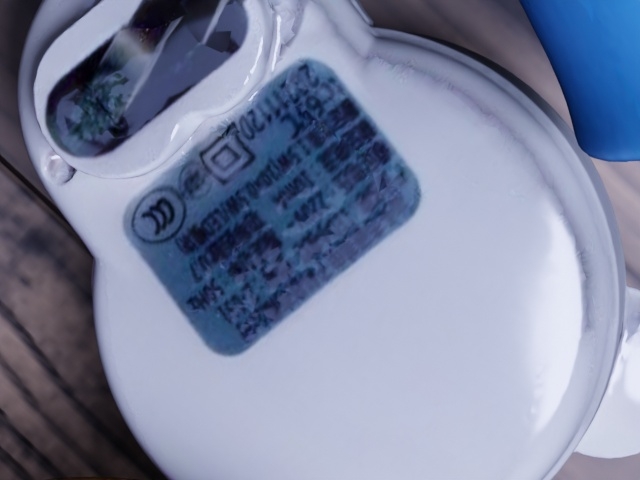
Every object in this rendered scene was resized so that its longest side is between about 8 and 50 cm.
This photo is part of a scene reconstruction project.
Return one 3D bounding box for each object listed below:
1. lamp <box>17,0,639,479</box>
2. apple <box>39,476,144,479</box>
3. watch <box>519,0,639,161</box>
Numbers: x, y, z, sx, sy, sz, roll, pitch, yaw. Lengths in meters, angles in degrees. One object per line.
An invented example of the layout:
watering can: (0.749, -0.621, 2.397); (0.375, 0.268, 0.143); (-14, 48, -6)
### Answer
lamp: (0.000, -0.001, 0.623); (0.179, 0.108, 0.246); (-38, 91, 9)
apple: (-0.072, 0.250, 0.565); (0.277, 0.348, 0.348); (-41, 93, -30)
watch: (0.176, -0.122, 0.473); (0.274, 0.305, 0.241); (-23, 95, 5)
